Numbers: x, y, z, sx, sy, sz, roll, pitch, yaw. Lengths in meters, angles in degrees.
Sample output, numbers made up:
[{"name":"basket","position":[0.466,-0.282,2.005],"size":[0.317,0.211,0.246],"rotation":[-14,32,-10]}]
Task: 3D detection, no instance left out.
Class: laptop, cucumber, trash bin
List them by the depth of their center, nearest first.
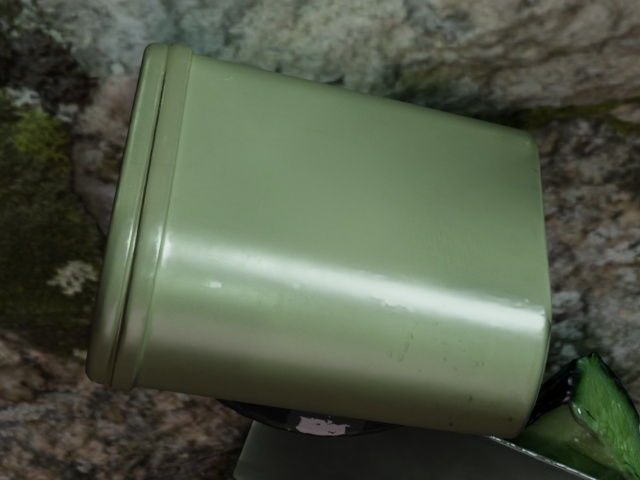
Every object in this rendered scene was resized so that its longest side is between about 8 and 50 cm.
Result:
[{"name":"trash bin","position":[0.000,0.000,1.014],"size":[0.247,0.243,0.121],"rotation":[10,131,-8]},{"name":"cucumber","position":[0.167,0.149,1.238],"size":[0.115,0.086,0.193],"rotation":[26,136,-16]},{"name":"laptop","position":[0.076,0.175,1.244],"size":[0.269,0.015,0.188],"rotation":[23,143,2]}]

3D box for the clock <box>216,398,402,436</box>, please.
[{"name":"clock","position":[0.006,0.050,1.097],"size":[0.184,0.184,0.040],"rotation":[5,124,2]}]
